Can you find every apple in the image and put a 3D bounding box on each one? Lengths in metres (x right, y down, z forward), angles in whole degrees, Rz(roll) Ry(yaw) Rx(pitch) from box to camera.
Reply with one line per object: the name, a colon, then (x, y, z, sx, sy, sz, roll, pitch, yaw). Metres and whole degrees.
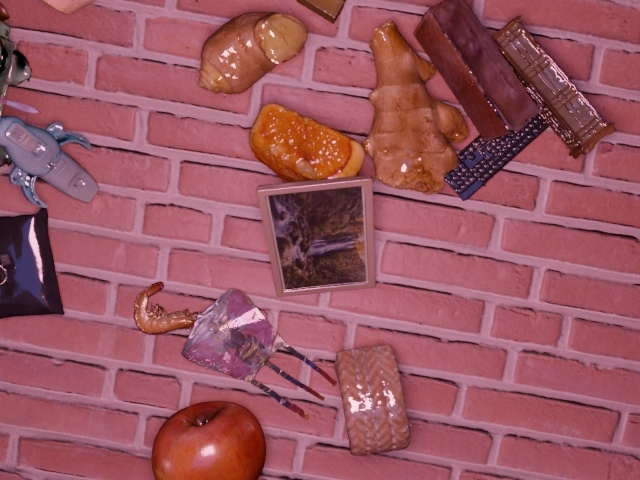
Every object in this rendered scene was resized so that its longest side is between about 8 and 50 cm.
apple: (-0.246, 0.488, 1.387, 0.253, 0.253, 0.254, 0, 95, 0)

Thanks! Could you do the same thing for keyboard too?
keyboard: (0.417, -0.224, 1.417, 0.309, 0.018, 0.101, -42, 93, 4)

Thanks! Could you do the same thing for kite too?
kite: (-0.142, 0.281, 1.457, 0.360, 0.022, 0.204, 39, 90, -7)

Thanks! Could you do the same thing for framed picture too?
framed picture: (0.000, 0.000, 1.347, 0.240, 0.020, 0.324, -5, 132, 0)

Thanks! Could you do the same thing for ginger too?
ginger: (-0.156, -0.416, 1.346, 0.267, 0.152, 0.138, -25, 122, 20)
ginger: (0.213, -0.289, 1.344, 0.236, 0.166, 0.376, 4, 95, 5)

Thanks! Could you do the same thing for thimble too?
thimble: (0.117, 0.358, 1.389, 0.148, 0.196, 0.229, -8, 65, -2)

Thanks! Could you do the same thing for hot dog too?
hot dog: (-0.025, -0.190, 1.355, 0.256, 0.153, 0.150, 27, 83, 14)

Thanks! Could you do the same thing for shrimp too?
shrimp: (-0.351, 0.155, 1.453, 0.178, 0.034, 0.124, -10, 88, 4)

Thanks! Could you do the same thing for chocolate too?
chocolate: (0.331, -0.362, 1.337, 0.112, 0.112, 0.321, -37, 93, -20)

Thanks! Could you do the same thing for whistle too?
whistle: (-0.602, -0.180, 1.347, 0.274, 0.093, 0.186, 46, 68, -39)

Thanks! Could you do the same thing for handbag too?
handbag: (-0.714, 0.062, 1.418, 0.211, 0.089, 0.254, -8, 94, -5)

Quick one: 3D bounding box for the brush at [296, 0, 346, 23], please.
brush: (-0.045, -0.589, 1.374, 0.233, 0.047, 0.103, 30, 95, -2)

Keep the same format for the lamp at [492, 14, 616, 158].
lamp: (0.496, -0.333, 1.354, 0.090, 0.089, 0.325, -39, 87, 2)

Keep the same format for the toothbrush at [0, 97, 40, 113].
toothbrush: (-0.680, -0.296, 1.280, 0.193, 0.019, 0.013, 17, 93, -14)

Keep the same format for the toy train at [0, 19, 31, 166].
toy train: (-0.792, -0.316, 1.362, 0.237, 0.150, 0.369, 15, 93, 5)

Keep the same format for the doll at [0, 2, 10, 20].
doll: (-0.751, -0.526, 1.370, 0.078, 0.076, 0.113, -22, 96, -6)

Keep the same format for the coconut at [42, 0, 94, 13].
coconut: (-0.554, -0.616, 1.302, 0.236, 0.197, 0.237, 1, 96, 6)
